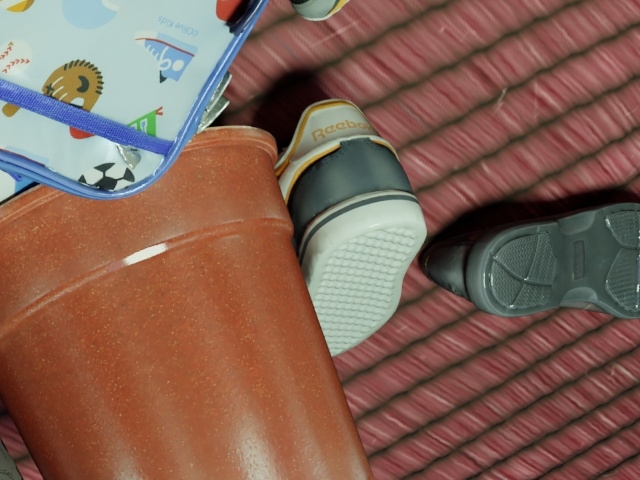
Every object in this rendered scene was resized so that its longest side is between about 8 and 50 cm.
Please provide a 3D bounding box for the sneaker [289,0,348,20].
[{"bbox_3d":[-0.012,-0.250,1.295,0.083,0.084,0.215,-14,124,-26],"label":"sneaker"}]

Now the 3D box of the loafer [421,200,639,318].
[{"bbox_3d":[0.221,0.015,1.731,0.302,0.095,0.109,-1,98,-42],"label":"loafer"}]

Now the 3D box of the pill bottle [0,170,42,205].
[{"bbox_3d":[-0.197,-0.092,1.265,0.221,0.124,0.124,-20,137,-21],"label":"pill bottle"}]

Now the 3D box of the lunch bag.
[{"bbox_3d":[-0.170,-0.149,1.087,0.303,0.115,0.243,21,109,-40],"label":"lunch bag"}]

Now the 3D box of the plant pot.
[{"bbox_3d":[-0.101,0.100,1.331,0.272,0.265,0.272,-24,168,-6],"label":"plant pot"}]

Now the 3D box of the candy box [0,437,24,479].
[{"bbox_3d":[-0.280,0.258,1.446,0.159,0.233,0.071,-48,140,11],"label":"candy box"}]

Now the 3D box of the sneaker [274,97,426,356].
[{"bbox_3d":[0.000,0.000,1.517,0.126,0.127,0.321,-11,158,-21],"label":"sneaker"}]
